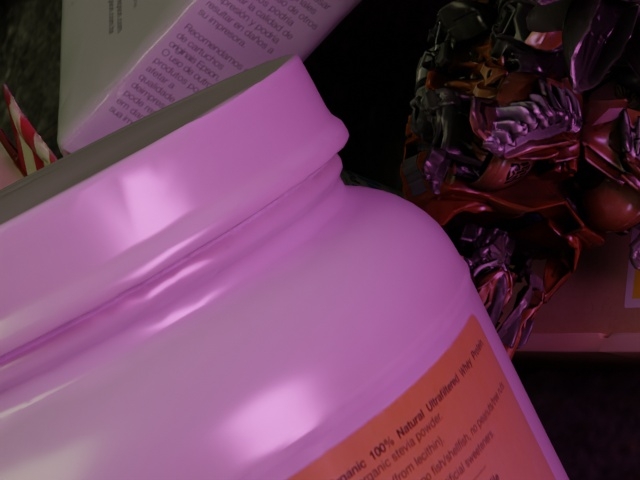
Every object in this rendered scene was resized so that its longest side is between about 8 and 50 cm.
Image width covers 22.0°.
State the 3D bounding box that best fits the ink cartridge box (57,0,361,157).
[{"bbox_3d":[-0.004,-0.219,0.800,0.330,0.071,0.324,-43,30,21],"label":"ink cartridge box"}]

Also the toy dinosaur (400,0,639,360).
[{"bbox_3d":[0.097,-0.093,0.604,0.218,0.164,0.322,-159,67,-66],"label":"toy dinosaur"}]

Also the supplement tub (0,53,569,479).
[{"bbox_3d":[-0.022,0.122,0.535,0.228,0.228,0.316,-19,102,43],"label":"supplement tub"}]

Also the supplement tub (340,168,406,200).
[{"bbox_3d":[0.000,0.000,0.751,0.071,0.107,0.071,-21,61,42],"label":"supplement tub"}]

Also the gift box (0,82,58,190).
[{"bbox_3d":[-0.194,0.100,0.756,0.276,0.258,0.255,55,148,28],"label":"gift box"}]

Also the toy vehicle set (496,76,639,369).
[{"bbox_3d":[0.163,-0.033,0.638,0.267,0.035,0.166,-3,73,47],"label":"toy vehicle set"}]
